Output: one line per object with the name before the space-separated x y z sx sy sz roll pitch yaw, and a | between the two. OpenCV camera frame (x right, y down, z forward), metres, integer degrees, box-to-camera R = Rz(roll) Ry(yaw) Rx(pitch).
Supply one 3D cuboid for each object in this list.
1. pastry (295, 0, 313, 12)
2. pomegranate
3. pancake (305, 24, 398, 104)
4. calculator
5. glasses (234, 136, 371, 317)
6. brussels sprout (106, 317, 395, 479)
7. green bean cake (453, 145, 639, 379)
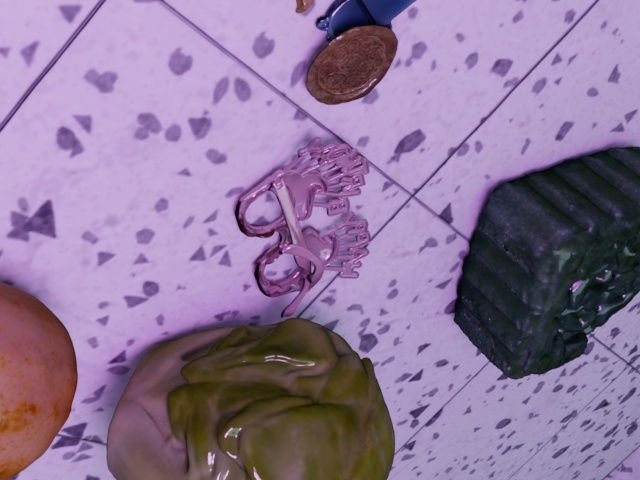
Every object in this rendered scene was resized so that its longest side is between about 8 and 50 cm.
pastry | 0.032 -0.307 0.660 0.154 0.102 0.250 11 134 -40
pomegranate | -0.324 0.125 0.750 0.207 0.207 0.207 -21 138 -20
pancake | 0.032 -0.181 0.858 0.115 0.011 0.115 -23 152 -13
calculator | 0.059 -0.246 0.827 0.141 0.019 0.094 -40 141 4
glasses | 0.002 -0.007 0.957 0.162 0.095 0.255 -31 143 -17
brussels sprout | -0.072 0.230 0.969 0.328 0.328 0.247 -10 122 -30
green bean cake | 0.374 0.035 1.224 0.308 0.169 0.300 -20 137 -23
